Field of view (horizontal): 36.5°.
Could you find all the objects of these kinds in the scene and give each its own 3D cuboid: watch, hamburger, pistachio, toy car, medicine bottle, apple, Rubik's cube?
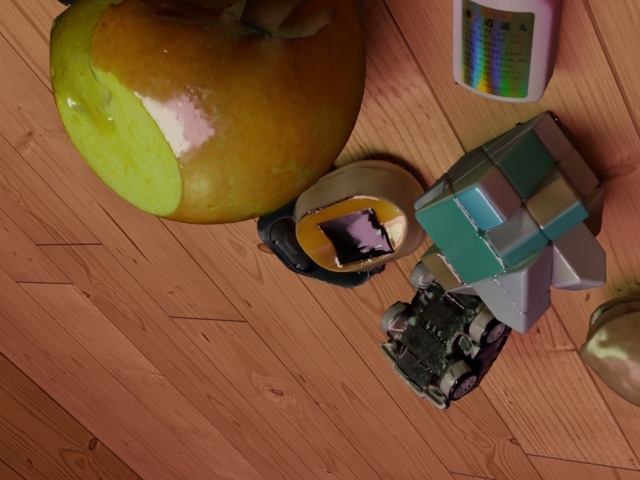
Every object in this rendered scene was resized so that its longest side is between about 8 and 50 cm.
[{"bbox_3d":[0.000,0.000,1.642,0.193,0.068,0.206,-1,141,35],"label":"watch"},{"bbox_3d":[0.062,-0.034,1.473,0.210,0.116,0.173,-22,115,35],"label":"hamburger"},{"bbox_3d":[0.519,0.166,1.365,0.293,0.162,0.181,14,119,24],"label":"pistachio"},{"bbox_3d":[0.221,0.134,1.554,0.172,0.158,0.235,43,116,30],"label":"toy car"},{"bbox_3d":[0.207,-0.255,1.085,0.115,0.078,0.219,19,147,20],"label":"medicine bottle"},{"bbox_3d":[-0.136,-0.207,1.167,0.384,0.374,0.374,16,150,-10],"label":"apple"},{"bbox_3d":[0.264,-0.021,1.254,0.213,0.224,0.265,52,148,-7],"label":"Rubik's cube"}]

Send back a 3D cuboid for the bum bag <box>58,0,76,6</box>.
[{"bbox_3d":[-0.380,-0.394,1.384,0.248,0.060,0.123,30,148,-2],"label":"bum bag"}]

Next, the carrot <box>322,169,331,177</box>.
[{"bbox_3d":[-0.142,-0.151,1.540,0.358,0.074,0.074,20,148,10],"label":"carrot"}]
